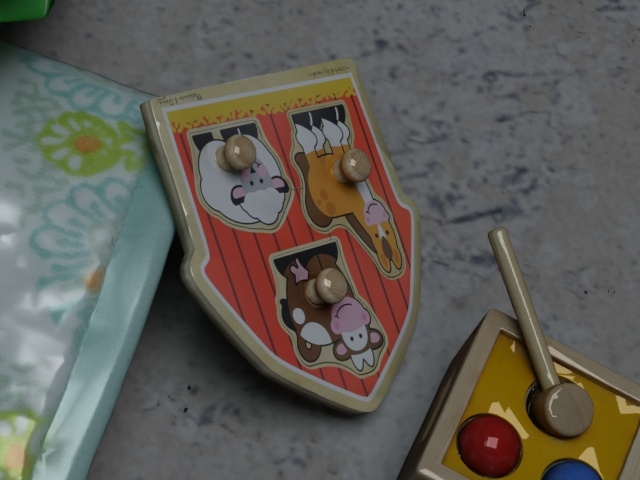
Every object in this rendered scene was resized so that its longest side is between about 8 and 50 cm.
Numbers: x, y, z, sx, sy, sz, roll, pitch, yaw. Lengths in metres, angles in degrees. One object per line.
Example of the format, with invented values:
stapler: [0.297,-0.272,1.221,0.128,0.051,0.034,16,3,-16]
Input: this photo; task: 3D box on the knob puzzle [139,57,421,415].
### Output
knob puzzle: [0.000,0.000,1.028,0.213,0.030,0.213,21,60,-41]

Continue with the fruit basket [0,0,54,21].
fruit basket: [-0.289,-0.227,0.986,0.353,0.165,0.327,16,20,-4]

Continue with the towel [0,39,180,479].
towel: [-0.255,0.034,0.953,0.320,0.090,0.374,21,59,-4]

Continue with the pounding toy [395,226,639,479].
pounding toy: [0.111,0.095,1.014,0.130,0.100,0.141,28,59,0]
